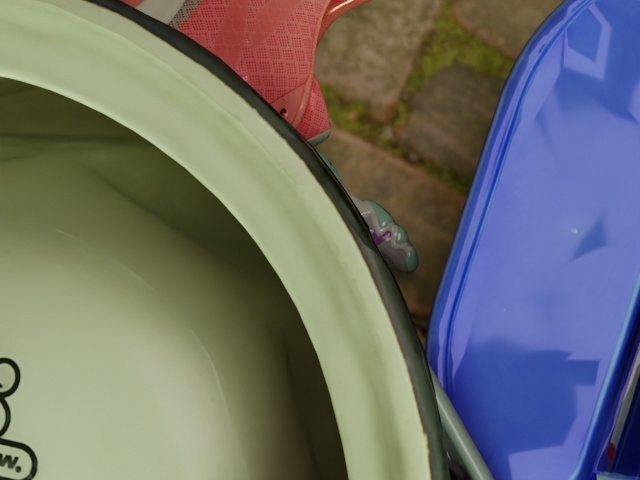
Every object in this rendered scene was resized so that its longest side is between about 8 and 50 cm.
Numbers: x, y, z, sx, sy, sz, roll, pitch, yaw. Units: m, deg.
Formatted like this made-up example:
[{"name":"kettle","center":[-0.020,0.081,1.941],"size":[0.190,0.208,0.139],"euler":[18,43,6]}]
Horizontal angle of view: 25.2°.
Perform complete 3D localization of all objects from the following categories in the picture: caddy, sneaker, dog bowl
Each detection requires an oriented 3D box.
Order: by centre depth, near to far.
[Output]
[{"name":"dog bowl","center":[-0.133,0.099,0.586],"size":[0.407,0.150,0.408],"euler":[1,92,16]},{"name":"sneaker","center":[-0.067,-0.065,0.736],"size":[0.136,0.116,0.314],"euler":[31,77,-3]},{"name":"caddy","center":[0.188,0.022,0.740],"size":[0.241,0.179,0.341],"euler":[18,86,15]},{"name":"sneaker","center":[0.000,0.000,0.784],"size":[0.098,0.038,0.069],"euler":[42,80,8]}]

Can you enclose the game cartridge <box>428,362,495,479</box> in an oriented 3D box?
[{"name":"game cartridge","center":[-0.007,0.137,0.690],"size":[0.198,0.062,0.297],"euler":[-34,83,33]}]
